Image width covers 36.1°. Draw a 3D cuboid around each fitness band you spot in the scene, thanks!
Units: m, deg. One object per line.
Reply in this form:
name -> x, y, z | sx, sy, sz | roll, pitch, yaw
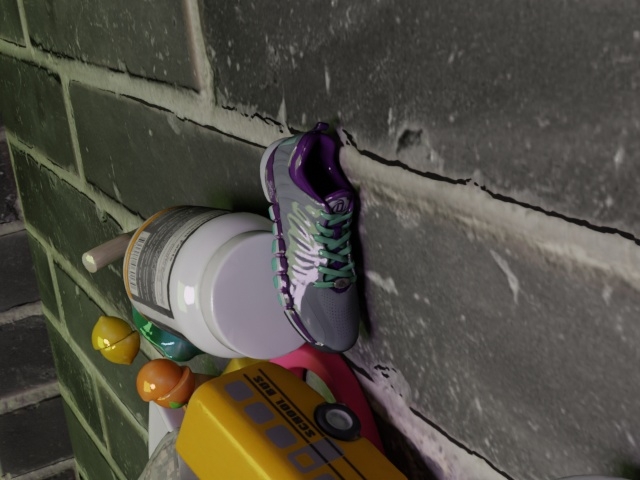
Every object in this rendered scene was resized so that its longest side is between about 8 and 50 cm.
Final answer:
fitness band -> 0.010, 0.257, 1.110 | 0.209, 0.054, 0.291 | -20, 85, 65

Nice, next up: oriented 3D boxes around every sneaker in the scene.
sneaker -> 0.000, 0.000, 0.955 | 0.098, 0.083, 0.224 | -22, 84, 60

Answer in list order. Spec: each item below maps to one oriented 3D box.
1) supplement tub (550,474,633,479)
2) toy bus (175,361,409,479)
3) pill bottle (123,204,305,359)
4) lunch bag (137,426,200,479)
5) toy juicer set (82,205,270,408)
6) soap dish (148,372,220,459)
supplement tub -> 0.185, 0.274, 0.652 | 0.144, 0.144, 0.200 | 33, 132, 55
toy bus -> 0.015, 0.260, 0.927 | 0.332, 0.130, 0.108 | 41, 125, 30
pill bottle -> -0.113, 0.045, 1.116 | 0.278, 0.162, 0.162 | 11, 113, 62
lunch bag -> -0.142, 0.388, 1.159 | 0.235, 0.168, 0.287 | -105, 7, -48
toy juicer set -> -0.215, 0.101, 1.301 | 0.329, 0.209, 0.089 | 56, 141, 32
soap dish -> -0.163, 0.357, 1.445 | 0.229, 0.118, 0.291 | 52, 147, 38
